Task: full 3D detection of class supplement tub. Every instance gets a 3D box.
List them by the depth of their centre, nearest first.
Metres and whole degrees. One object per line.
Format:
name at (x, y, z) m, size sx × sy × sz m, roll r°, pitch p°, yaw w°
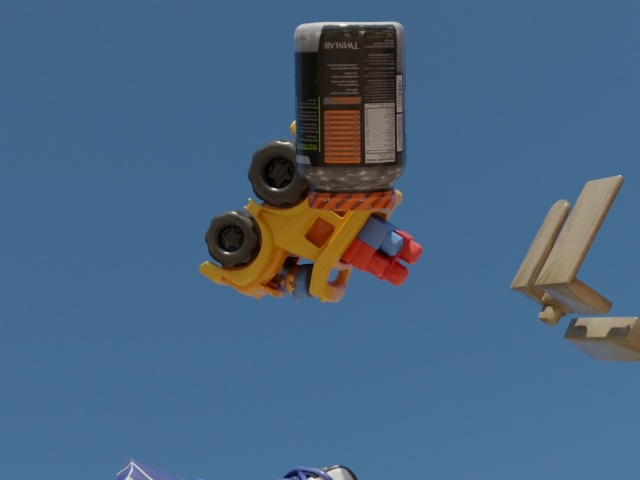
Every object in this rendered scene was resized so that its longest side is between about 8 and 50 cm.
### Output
supplement tub at (0.031, -0.129, 1.338) m, size 0.117 × 0.117 × 0.190 m, roll -2°, pitch -81°, yaw -10°

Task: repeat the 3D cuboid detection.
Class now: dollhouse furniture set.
dollhouse furniture set at (0.291, 0.033, 1.317) m, size 0.151 × 0.123 × 0.144 m, roll 34°, pitch -16°, yaw -17°

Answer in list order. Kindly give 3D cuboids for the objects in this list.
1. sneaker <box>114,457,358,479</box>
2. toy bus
sneaker at (-0.062, 0.291, 1.344) m, size 0.315 × 0.182 × 0.127 m, roll 35°, pitch -24°, yaw -12°
toy bus at (0.000, 0.000, 1.499) m, size 0.220 × 0.211 × 0.149 m, roll -55°, pitch -13°, yaw 9°
